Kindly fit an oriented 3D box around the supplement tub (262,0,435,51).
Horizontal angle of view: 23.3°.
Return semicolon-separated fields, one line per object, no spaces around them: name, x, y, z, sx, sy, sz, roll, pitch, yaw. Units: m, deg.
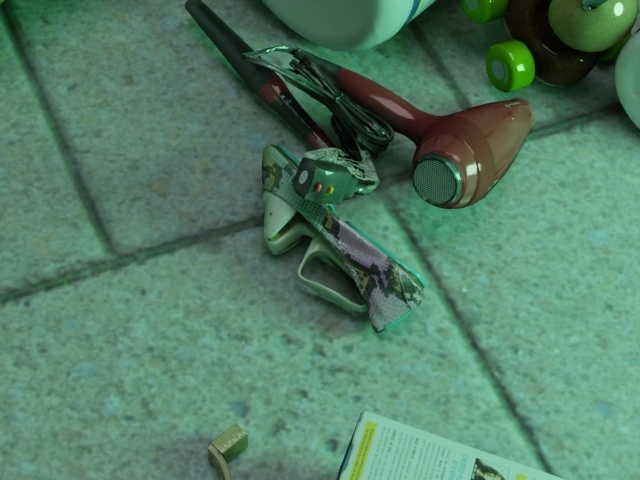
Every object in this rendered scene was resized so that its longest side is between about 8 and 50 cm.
supplement tub;0.085;-0.369;1.593;0.235;0.235;0.325;37;59;20

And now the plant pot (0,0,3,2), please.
plant pot;-0.288;-0.368;1.564;0.254;0.276;0.276;-18;57;-32

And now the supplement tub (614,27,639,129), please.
supplement tub;0.401;-0.194;1.552;0.144;0.144;0.199;34;58;19

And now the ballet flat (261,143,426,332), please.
ballet flat;0.000;0.000;1.422;0.079;0.077;0.221;-42;66;-8

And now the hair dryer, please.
hair dryer;0.086;-0.121;1.471;0.293;0.080;0.224;5;46;-27

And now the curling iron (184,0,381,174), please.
curling iron;-0.040;-0.156;1.549;0.274;0.035;0.068;40;56;21

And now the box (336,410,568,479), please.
box;0.130;0.228;1.249;0.244;0.060;0.100;19;48;2

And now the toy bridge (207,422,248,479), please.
toy bridge;-0.029;0.233;1.269;0.063;0.026;0.188;-36;64;-26

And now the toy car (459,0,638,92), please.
toy car;0.257;-0.241;1.526;0.155;0.188;0.149;-20;88;-25
